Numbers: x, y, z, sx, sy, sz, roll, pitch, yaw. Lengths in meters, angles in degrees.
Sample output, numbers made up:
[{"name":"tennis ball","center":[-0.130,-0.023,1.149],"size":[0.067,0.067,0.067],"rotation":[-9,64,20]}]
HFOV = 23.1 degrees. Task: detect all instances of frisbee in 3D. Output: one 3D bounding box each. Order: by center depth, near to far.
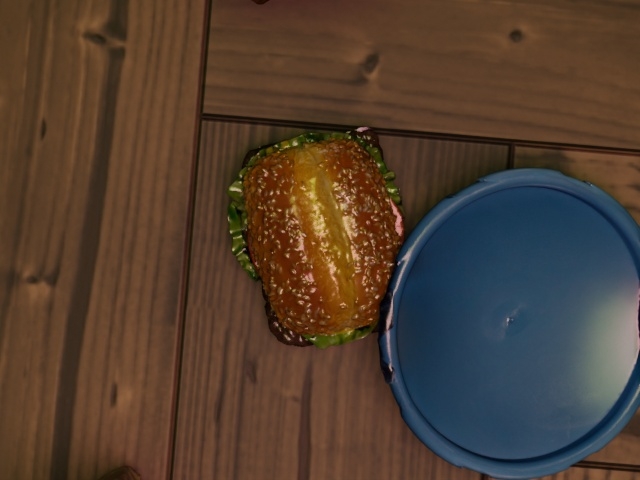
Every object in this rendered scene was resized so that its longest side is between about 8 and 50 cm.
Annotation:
[{"name":"frisbee","center":[0.153,0.063,1.210],"size":[0.242,0.045,0.242],"rotation":[-2,97,-19]}]

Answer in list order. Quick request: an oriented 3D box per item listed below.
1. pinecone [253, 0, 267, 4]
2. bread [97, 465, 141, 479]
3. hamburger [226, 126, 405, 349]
[{"name":"pinecone","center":[-0.004,-0.307,1.128],"size":[0.264,0.264,0.264],"rotation":[0,90,-1]},{"name":"bread","center":[-0.192,0.350,1.137],"size":[0.279,0.207,0.279],"rotation":[-33,89,-2]},{"name":"hamburger","center":[0.000,0.000,1.200],"size":[0.137,0.087,0.166],"rotation":[-11,90,-1]}]
